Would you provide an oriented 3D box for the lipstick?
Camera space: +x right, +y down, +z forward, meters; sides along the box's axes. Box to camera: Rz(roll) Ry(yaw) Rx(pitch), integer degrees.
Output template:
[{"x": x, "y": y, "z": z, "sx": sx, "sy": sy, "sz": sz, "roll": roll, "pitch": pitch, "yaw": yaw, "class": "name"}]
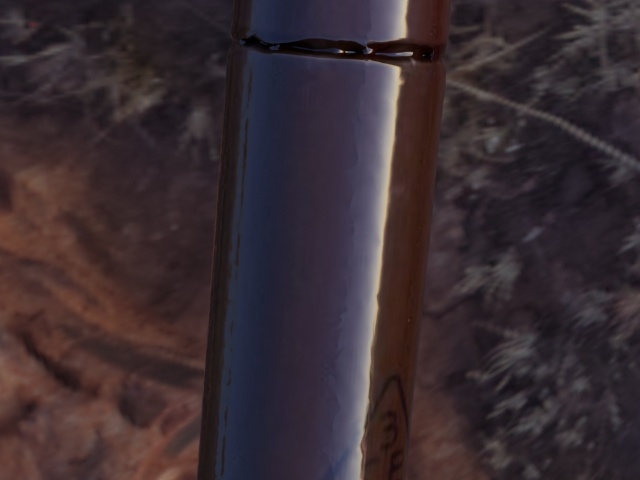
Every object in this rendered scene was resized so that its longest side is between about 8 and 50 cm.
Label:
[{"x": 0.000, "y": 0.000, "z": 0.485, "sx": 0.057, "sy": 0.057, "sz": 0.357, "roll": 7, "pitch": 98, "yaw": 20, "class": "lipstick"}]
